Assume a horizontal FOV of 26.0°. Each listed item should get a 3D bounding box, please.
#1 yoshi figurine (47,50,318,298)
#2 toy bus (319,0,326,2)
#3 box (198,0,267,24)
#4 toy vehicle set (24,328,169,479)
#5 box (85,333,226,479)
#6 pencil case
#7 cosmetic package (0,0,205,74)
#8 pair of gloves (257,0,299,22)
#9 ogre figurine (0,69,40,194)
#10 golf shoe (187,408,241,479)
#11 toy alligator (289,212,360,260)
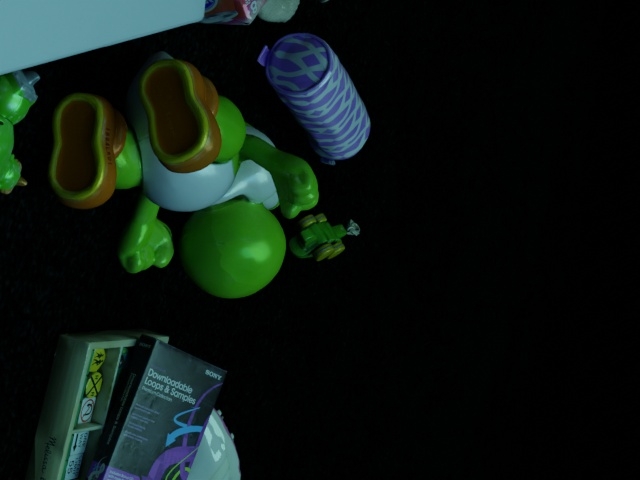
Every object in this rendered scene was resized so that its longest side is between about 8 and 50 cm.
[{"bbox_3d":[-0.112,-0.038,1.346,0.203,0.203,0.362,-58,161,1],"label":"yoshi figurine"},{"bbox_3d":[0.069,-0.398,1.617,0.104,0.191,0.202,47,60,-25],"label":"toy bus"},{"bbox_3d":[-0.076,-0.325,1.267,0.257,0.122,0.128,-60,142,-34],"label":"box"},{"bbox_3d":[-0.236,0.222,1.403,0.166,0.035,0.267,2,103,-68],"label":"toy vehicle set"},{"bbox_3d":[-0.166,0.189,1.414,0.116,0.029,0.162,31,73,-48],"label":"box"},{"bbox_3d":[-0.002,-0.169,1.644,0.086,0.088,0.206,-61,158,-13],"label":"pencil case"},{"bbox_3d":[-0.267,-0.158,0.702,0.377,0.284,0.097,-34,134,-61],"label":"cosmetic package"},{"bbox_3d":[-0.032,-0.358,1.499,0.204,0.042,0.240,29,79,-69],"label":"pair of gloves"},{"bbox_3d":[-0.274,-0.067,0.982,0.197,0.118,0.097,-61,156,-30],"label":"ogre figurine"},{"bbox_3d":[-0.164,0.299,1.542,0.140,0.115,0.306,-45,144,-46],"label":"golf shoe"},{"bbox_3d":[0.000,0.000,1.831,0.051,0.056,0.189,-35,171,19],"label":"toy alligator"}]
